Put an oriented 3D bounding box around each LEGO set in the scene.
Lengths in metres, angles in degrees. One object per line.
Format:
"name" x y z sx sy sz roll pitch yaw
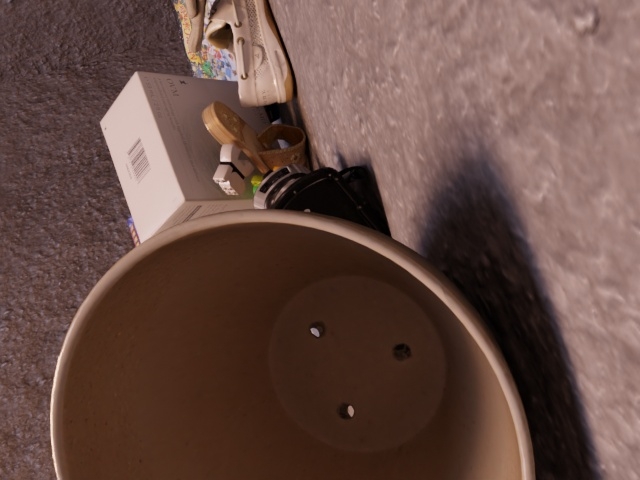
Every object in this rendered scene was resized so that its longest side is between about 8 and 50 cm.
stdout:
"LEGO set" -0.065 -0.032 1.115 0.227 0.087 0.093 49 -127 -48

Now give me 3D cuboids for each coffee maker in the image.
"coffee maker" 0.000 0.000 0.874 0.178 0.120 0.171 -140 33 -77

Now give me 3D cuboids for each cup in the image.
"cup" 0.002 0.128 0.615 0.237 0.331 0.331 -25 -82 -71

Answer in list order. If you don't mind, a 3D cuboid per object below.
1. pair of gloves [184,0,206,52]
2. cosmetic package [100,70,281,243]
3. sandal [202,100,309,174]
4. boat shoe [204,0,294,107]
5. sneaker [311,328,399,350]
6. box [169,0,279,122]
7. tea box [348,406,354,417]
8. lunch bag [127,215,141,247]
"pair of gloves" -0.171 -0.411 1.100 0.204 0.042 0.240 123 151 -70
"cosmetic package" -0.184 -0.126 1.220 0.138 0.225 0.224 -39 67 40
"sandal" -0.060 -0.137 1.137 0.240 0.079 0.088 34 -147 -43
"boat shoe" -0.121 -0.313 1.130 0.098 0.096 0.277 89 162 -66
"sneaker" -0.016 0.089 0.983 0.286 0.109 0.130 17 121 32
"box" -0.164 -0.312 1.341 0.159 0.044 0.233 10 123 42
"tea box" -0.079 0.304 1.322 0.323 0.329 0.220 -132 26 -69
"lunch bag" -0.145 0.011 1.337 0.138 0.293 0.221 -49 58 47
